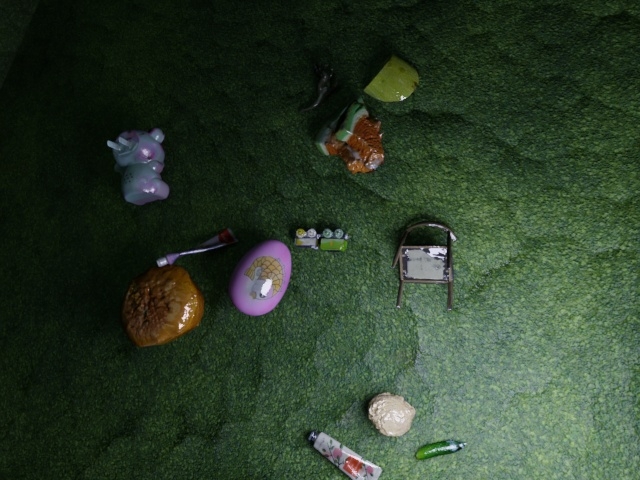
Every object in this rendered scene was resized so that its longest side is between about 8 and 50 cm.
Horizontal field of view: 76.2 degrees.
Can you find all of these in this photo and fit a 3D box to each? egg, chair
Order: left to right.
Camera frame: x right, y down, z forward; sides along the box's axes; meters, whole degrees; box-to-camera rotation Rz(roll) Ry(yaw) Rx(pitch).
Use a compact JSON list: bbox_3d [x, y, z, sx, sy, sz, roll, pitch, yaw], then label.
[{"bbox_3d":[-0.204,0.123,1.404,0.196,0.196,0.272,8,73,20],"label":"egg"},{"bbox_3d":[0.205,0.510,1.197,0.140,0.116,0.118,22,76,-3],"label":"egg"},{"bbox_3d":[0.327,0.073,1.269,0.187,0.167,0.272,0,32,19],"label":"chair"}]

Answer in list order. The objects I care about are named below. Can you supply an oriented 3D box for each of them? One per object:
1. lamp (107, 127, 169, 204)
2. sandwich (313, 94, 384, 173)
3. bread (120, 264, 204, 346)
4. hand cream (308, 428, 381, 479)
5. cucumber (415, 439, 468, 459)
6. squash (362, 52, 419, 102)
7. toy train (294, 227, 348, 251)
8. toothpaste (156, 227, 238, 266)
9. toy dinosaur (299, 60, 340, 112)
[{"bbox_3d":[-0.769,-0.320,1.698,0.246,0.247,0.302,-12,79,17],"label":"lamp"},{"bbox_3d":[0.116,-0.366,1.458,0.250,0.162,0.301,-40,64,8],"label":"sandwich"},{"bbox_3d":[-0.585,0.241,1.511,0.311,0.172,0.313,-5,70,13],"label":"bread"},{"bbox_3d":[0.067,0.660,1.240,0.233,0.050,0.080,29,81,17],"label":"hand cream"},{"bbox_3d":[0.344,0.595,1.169,0.154,0.037,0.037,-20,69,11],"label":"cucumber"},{"bbox_3d":[0.271,-0.616,1.521,0.184,0.085,0.192,34,88,24],"label":"squash"},{"bbox_3d":[0.000,0.000,1.443,0.202,0.060,0.081,1,81,20],"label":"toy train"},{"bbox_3d":[-0.462,0.030,1.533,0.300,0.048,0.075,-23,30,-22],"label":"toothpaste"},{"bbox_3d":[-0.007,-0.613,1.649,0.179,0.087,0.187,-39,42,43],"label":"toy dinosaur"}]
